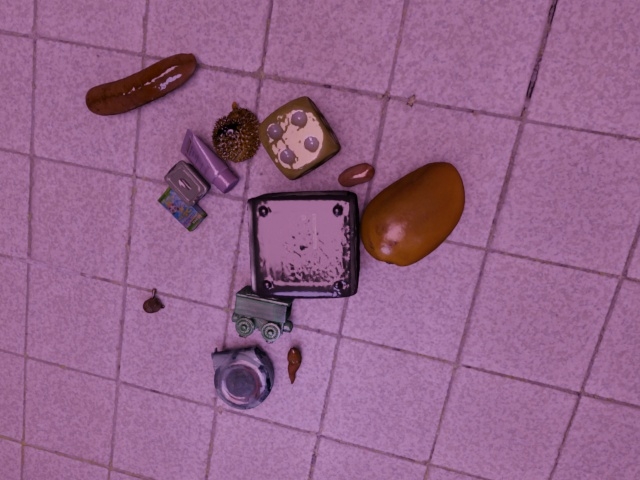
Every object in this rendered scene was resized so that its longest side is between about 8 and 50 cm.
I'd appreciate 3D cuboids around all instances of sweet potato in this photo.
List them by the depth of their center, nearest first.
[{"bbox_3d":[-0.113,0.539,1.942,0.068,0.068,0.226,8,121,8],"label":"sweet potato"}]

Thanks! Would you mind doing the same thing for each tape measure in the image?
[{"bbox_3d":[-0.333,0.592,1.943,0.257,0.147,0.274,-9,96,9],"label":"tape measure"}]

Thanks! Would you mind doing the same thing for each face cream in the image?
[{"bbox_3d":[-0.456,-0.315,1.798,0.274,0.096,0.154,44,143,1],"label":"face cream"}]

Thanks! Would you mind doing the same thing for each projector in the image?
[{"bbox_3d":[-0.053,0.012,1.685,0.406,0.242,0.394,0,100,6],"label":"projector"}]

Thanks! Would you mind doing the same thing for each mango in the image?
[{"bbox_3d":[0.348,-0.098,1.646,0.300,0.232,0.445,44,93,1],"label":"mango"}]

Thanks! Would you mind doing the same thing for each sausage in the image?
[{"bbox_3d":[-0.715,-0.612,1.771,0.502,0.123,0.136,-17,69,12],"label":"sausage"}]

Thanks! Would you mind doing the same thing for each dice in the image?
[{"bbox_3d":[-0.077,-0.378,1.658,0.233,0.227,0.238,-32,93,12],"label":"dice"}]

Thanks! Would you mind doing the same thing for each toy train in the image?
[{"bbox_3d":[-0.242,0.311,1.869,0.266,0.145,0.201,10,100,7],"label":"toy train"}]

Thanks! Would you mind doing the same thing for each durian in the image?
[{"bbox_3d":[-0.337,-0.425,1.736,0.194,0.138,0.237,-6,100,11],"label":"durian"}]

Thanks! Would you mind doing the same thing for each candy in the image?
[{"bbox_3d":[-0.583,-0.140,1.875,0.194,0.062,0.097,45,104,-3],"label":"candy"}]

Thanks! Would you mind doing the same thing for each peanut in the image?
[{"bbox_3d":[0.139,-0.254,1.725,0.152,0.076,0.076,-17,98,17],"label":"peanut"}]

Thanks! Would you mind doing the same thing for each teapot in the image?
[{"bbox_3d":[-0.753,0.274,2.000,0.080,0.085,0.110,-15,69,34],"label":"teapot"}]

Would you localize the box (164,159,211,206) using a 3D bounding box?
[{"bbox_3d":[-0.541,-0.237,1.831,0.124,0.093,0.172,-40,93,14],"label":"box"}]
